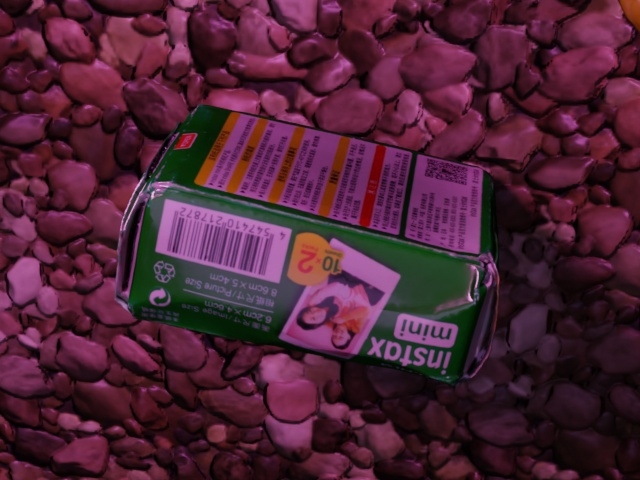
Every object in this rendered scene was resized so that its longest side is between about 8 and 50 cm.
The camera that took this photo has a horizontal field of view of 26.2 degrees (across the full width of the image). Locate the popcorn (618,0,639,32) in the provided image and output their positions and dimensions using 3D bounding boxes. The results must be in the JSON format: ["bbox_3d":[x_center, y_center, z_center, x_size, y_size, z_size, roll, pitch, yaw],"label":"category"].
[{"bbox_3d":[0.319,-0.104,0.810,0.250,0.242,0.235,4,161,-34],"label":"popcorn"}]

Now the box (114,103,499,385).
[{"bbox_3d":[0.000,0.000,0.941,0.250,0.180,0.103,14,116,2],"label":"box"}]
